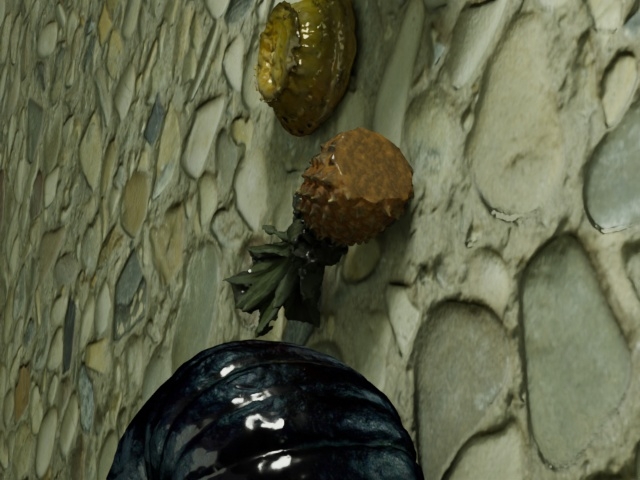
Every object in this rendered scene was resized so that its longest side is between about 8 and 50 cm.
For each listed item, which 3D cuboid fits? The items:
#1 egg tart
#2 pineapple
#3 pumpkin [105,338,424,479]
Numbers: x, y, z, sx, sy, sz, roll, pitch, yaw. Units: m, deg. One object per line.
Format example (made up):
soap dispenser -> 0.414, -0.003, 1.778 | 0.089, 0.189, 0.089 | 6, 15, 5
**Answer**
egg tart -> -0.025, -0.215, 1.575 | 0.191, 0.074, 0.191 | -21, 67, 61
pineapple -> 0.000, 0.000, 1.427 | 0.130, 0.119, 0.277 | 45, 139, 3
pumpkin -> -0.057, 0.279, 1.282 | 0.363, 0.266, 0.363 | -27, 57, 53
